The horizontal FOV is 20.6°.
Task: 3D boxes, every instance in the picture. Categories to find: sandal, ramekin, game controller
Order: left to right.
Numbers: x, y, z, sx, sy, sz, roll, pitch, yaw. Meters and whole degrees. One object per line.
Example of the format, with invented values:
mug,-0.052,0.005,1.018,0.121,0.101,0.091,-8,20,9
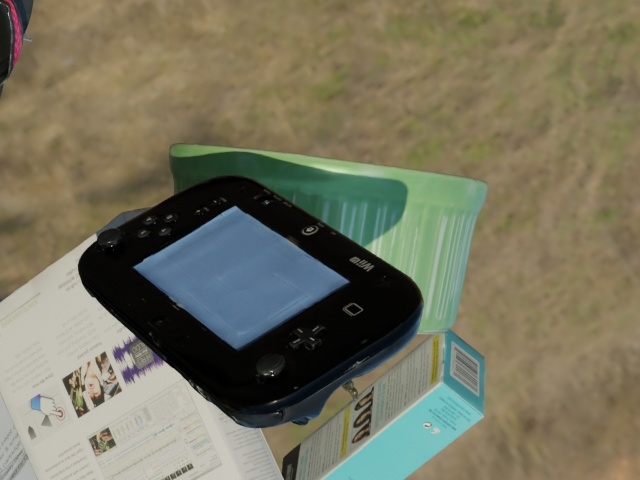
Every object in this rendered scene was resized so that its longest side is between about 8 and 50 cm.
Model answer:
sandal,-0.253,-0.146,1.317,0.067,0.179,0.040,12,179,-24
game controller,-0.059,0.036,1.324,0.166,0.067,0.319,-39,-144,-14
ramekin,0.000,0.000,1.657,0.303,0.148,0.303,7,-179,0

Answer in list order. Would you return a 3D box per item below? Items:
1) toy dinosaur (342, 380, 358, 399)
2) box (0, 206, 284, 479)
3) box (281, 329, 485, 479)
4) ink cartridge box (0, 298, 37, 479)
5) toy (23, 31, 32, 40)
toy dinosaur,-0.032,0.139,1.755,0.118,0.064,0.268,0,-167,20
box,-0.164,0.164,1.542,0.232,0.322,0.058,-32,167,36
box,0.058,0.197,1.751,0.244,0.060,0.100,-42,-160,27
ink cartridge box,-0.360,0.219,1.790,0.223,0.129,0.307,-57,152,-27
toy,-0.404,-0.260,1.854,0.056,0.137,0.237,-34,174,11
